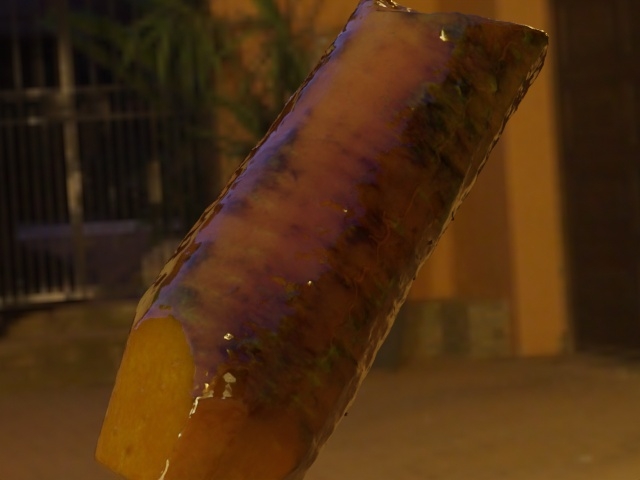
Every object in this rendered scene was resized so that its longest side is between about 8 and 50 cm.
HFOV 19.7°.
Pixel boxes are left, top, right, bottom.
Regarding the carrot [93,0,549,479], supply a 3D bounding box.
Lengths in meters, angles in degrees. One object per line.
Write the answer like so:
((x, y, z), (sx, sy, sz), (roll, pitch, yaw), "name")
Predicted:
((0.000, 0.000, 0.890), (0.114, 0.302, 0.114), (29, -16, 9), "carrot")
